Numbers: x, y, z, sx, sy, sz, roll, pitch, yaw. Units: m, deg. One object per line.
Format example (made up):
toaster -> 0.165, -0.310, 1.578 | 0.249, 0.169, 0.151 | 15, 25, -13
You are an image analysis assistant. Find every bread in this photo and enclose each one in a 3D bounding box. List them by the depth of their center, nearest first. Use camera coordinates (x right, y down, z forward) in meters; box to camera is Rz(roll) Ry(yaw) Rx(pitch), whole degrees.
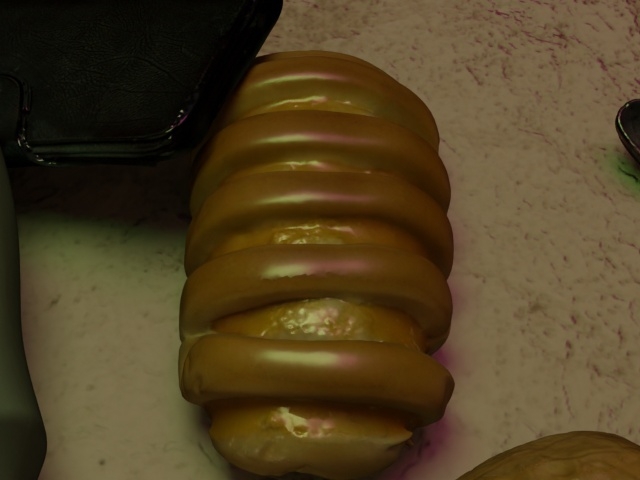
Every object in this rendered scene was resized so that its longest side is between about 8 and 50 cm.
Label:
bread -> 0.000, 0.000, 0.771 | 0.173, 0.121, 0.311 | 1, 49, -5

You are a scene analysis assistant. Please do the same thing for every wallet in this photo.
wallet -> -0.195, -0.115, 0.844 | 0.318, 0.045, 0.172 | 3, 49, 28

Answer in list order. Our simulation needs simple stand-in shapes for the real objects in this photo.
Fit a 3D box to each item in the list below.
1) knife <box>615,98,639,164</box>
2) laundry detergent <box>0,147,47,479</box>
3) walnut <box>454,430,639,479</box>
knife -> 0.303, 0.003, 0.823 | 0.123, 0.053, 0.278 | -41, 61, -14
laundry detergent -> -0.267, 0.076, 0.689 | 0.264, 0.125, 0.398 | -31, 63, 4
walnut -> 0.130, 0.173, 0.633 | 0.180, 0.144, 0.144 | -24, 56, -23
